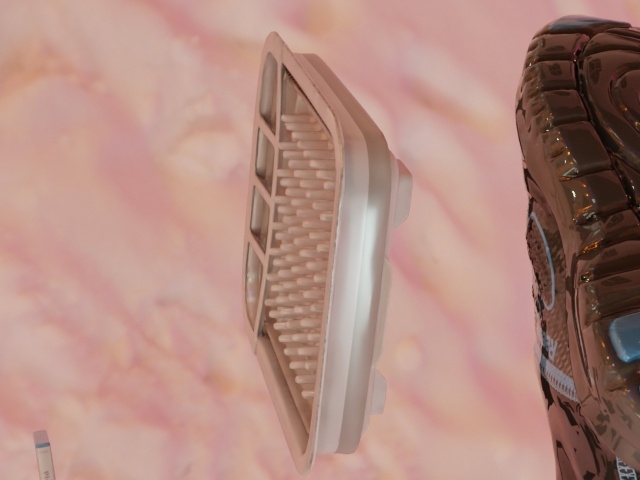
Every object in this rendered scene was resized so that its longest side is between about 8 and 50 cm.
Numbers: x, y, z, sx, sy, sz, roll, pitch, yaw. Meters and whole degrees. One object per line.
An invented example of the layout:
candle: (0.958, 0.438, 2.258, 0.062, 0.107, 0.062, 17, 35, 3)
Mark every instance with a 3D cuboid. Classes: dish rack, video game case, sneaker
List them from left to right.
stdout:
video game case: (-0.243, 0.261, 1.203, 0.015, 0.119, 0.166, -9, 90, -14)
dish rack: (0.000, 0.000, 1.066, 0.072, 0.286, 0.333, 2, 21, -12)
sneaker: (0.155, 0.004, 0.726, 0.125, 0.140, 0.341, 12, 45, -3)
